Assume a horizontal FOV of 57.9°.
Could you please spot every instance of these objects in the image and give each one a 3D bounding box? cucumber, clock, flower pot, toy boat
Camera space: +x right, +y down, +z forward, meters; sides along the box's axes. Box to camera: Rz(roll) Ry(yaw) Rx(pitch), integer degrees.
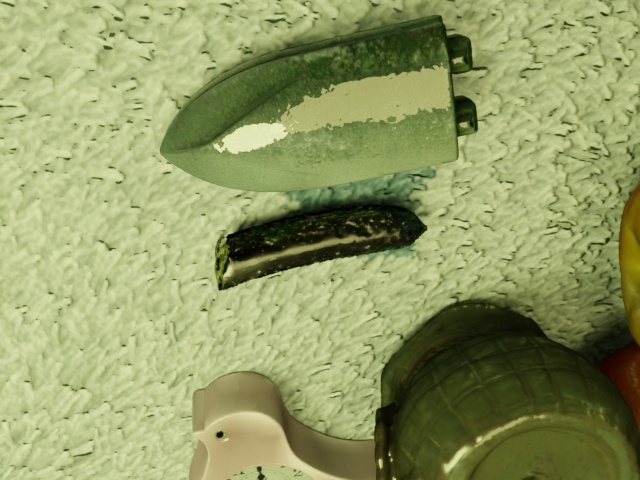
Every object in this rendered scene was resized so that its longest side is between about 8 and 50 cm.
[{"bbox_3d":[-0.001,-0.002,0.645,0.245,0.067,0.067,-15,115,-6],"label":"cucumber"},{"bbox_3d":[-0.031,0.302,0.761,0.290,0.080,0.275,-4,114,-9],"label":"clock"},{"bbox_3d":[0.203,0.244,0.691,0.301,0.213,0.302,-1,108,-4],"label":"flower pot"},{"bbox_3d":[-0.007,-0.123,0.577,0.319,0.092,0.141,-11,116,3],"label":"toy boat"}]

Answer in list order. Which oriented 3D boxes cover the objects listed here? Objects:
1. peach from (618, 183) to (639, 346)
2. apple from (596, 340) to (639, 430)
[{"bbox_3d":[0.491,0.025,0.623,0.307,0.289,0.289,-4,114,1],"label":"peach"},{"bbox_3d":[0.455,0.235,0.742,0.218,0.218,0.201,-20,123,-1],"label":"apple"}]
